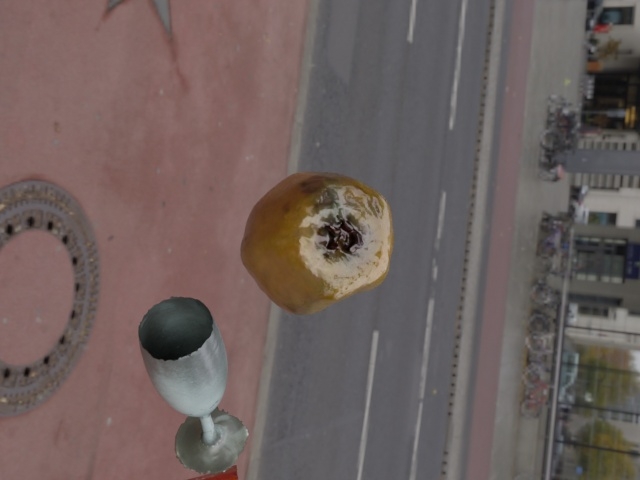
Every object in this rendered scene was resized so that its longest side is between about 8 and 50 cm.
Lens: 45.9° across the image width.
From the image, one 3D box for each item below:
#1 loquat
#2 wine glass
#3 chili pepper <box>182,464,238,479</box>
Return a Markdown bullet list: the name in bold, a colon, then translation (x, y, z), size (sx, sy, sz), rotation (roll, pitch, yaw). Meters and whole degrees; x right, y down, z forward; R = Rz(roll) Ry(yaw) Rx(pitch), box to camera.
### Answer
- **loquat**: translation (0.000, 0.000, 0.925), size (0.187, 0.176, 0.234), rotation (-38, 178, -11)
- **wine glass**: translation (-0.097, 0.114, 0.577), size (0.198, 0.066, 0.066), rotation (88, 17, -53)
- **chili pepper**: translation (-0.231, 0.461, 1.389), size (0.088, 0.168, 0.065), rotation (-108, -162, -59)
